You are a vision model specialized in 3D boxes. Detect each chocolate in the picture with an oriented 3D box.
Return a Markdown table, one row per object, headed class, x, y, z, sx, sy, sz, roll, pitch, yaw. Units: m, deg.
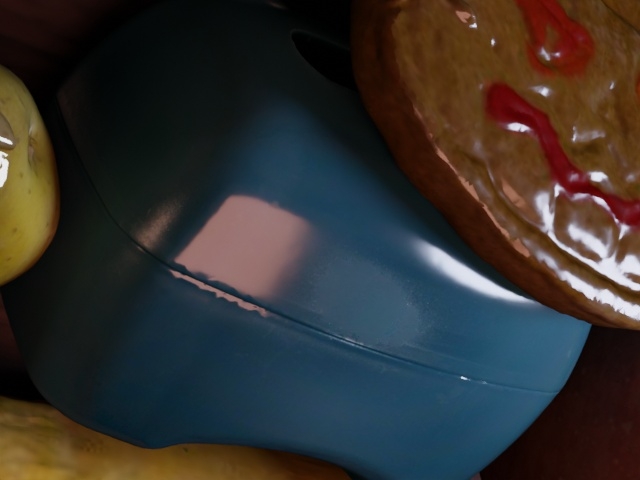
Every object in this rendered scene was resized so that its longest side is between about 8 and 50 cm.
| class | x | y | z | sx | sy | sz | roll | pitch | yaw |
| --- | --- | --- | --- | --- | --- | --- | --- | --- | --- |
| chocolate | -0.082 | 0.188 | 0.787 | 0.445 | 0.162 | 0.162 | 21 | 116 | -31 |

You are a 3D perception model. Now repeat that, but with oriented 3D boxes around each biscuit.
| class | x | y | z | sx | sy | sz | roll | pitch | yaw |
| --- | --- | --- | --- | --- | --- | --- | --- | --- | --- |
| biscuit | 0.129 | -0.087 | 0.605 | 0.273 | 0.257 | 0.049 | 28 | 150 | -35 |

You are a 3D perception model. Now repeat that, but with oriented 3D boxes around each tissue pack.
| class | x | y | z | sx | sy | sz | roll | pitch | yaw |
| --- | --- | --- | --- | --- | --- | --- | --- | --- | --- |
| tissue pack | 0.000 | 0.000 | 0.635 | 0.287 | 0.198 | 0.206 | 20 | 114 | -33 |

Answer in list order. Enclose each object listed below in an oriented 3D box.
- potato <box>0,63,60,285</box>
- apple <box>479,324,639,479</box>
| class | x | y | z | sx | sy | sz | roll | pitch | yaw |
| --- | --- | --- | --- | --- | --- | --- | --- | --- | --- |
| potato | -0.259 | -0.031 | 0.525 | 0.300 | 0.140 | 0.173 | -2 | 162 | 6 |
| apple | 0.244 | 0.105 | 0.769 | 0.306 | 0.306 | 0.235 | -20 | 106 | -7 |
